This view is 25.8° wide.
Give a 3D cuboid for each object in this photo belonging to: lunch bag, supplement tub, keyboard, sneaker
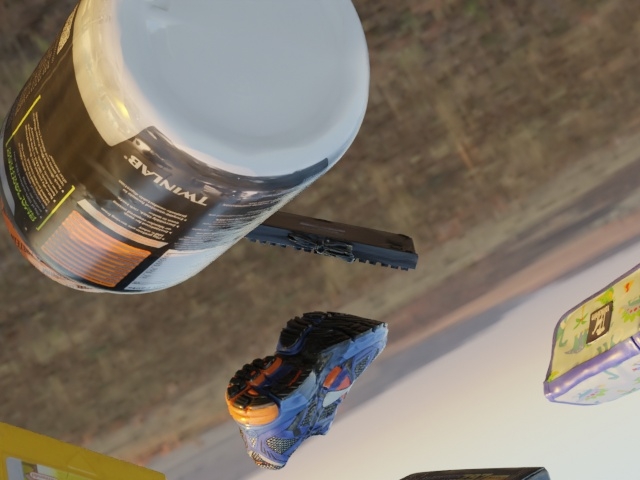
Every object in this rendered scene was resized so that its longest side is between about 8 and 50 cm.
[{"bbox_3d":[0.265,0.076,1.159,0.151,0.096,0.129,-29,171,-45],"label":"lunch bag"},{"bbox_3d":[-0.122,-0.082,1.056,0.207,0.207,0.338,-24,175,-32],"label":"supplement tub"},{"bbox_3d":[0.000,0.000,1.290,0.180,0.023,0.108,10,-168,-2],"label":"keyboard"},{"bbox_3d":[-0.011,0.129,1.259,0.083,0.087,0.221,13,-152,32],"label":"sneaker"}]

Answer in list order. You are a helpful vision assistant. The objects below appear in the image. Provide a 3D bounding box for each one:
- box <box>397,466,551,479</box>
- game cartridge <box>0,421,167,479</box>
[{"bbox_3d":[0.161,0.329,1.297,0.059,0.232,0.183,-18,-178,-41],"label":"box"},{"bbox_3d":[-0.238,0.352,1.431,0.053,0.323,0.285,-41,137,22],"label":"game cartridge"}]
